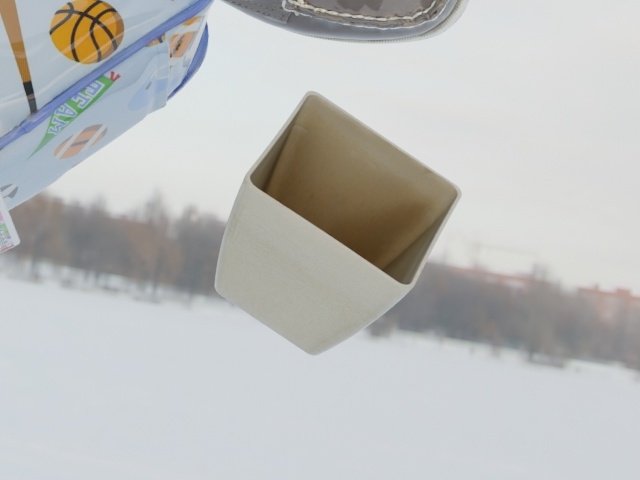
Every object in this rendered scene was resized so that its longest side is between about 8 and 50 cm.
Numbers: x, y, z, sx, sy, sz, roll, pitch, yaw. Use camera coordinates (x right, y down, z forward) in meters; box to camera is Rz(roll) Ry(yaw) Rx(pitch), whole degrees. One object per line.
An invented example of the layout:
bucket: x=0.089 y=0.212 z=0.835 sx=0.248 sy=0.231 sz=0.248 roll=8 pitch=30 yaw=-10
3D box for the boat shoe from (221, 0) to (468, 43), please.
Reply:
boat shoe: x=-0.055 y=-0.216 z=1.172 sx=0.324 sy=0.116 sz=0.097 roll=23 pitch=10 yaw=7

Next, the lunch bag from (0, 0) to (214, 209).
lunch bag: x=-0.217 y=-0.139 z=0.956 sx=0.243 sy=0.303 sz=0.115 roll=50 pitch=-19 yaw=9

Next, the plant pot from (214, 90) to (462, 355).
plant pot: x=0.000 y=0.000 z=0.990 sx=0.109 sy=0.096 sz=0.109 roll=34 pitch=38 yaw=-1

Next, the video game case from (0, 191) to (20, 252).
video game case: x=-0.214 y=-0.008 z=0.831 sx=0.122 sy=0.087 sz=0.011 roll=-27 pitch=38 yaw=-16
